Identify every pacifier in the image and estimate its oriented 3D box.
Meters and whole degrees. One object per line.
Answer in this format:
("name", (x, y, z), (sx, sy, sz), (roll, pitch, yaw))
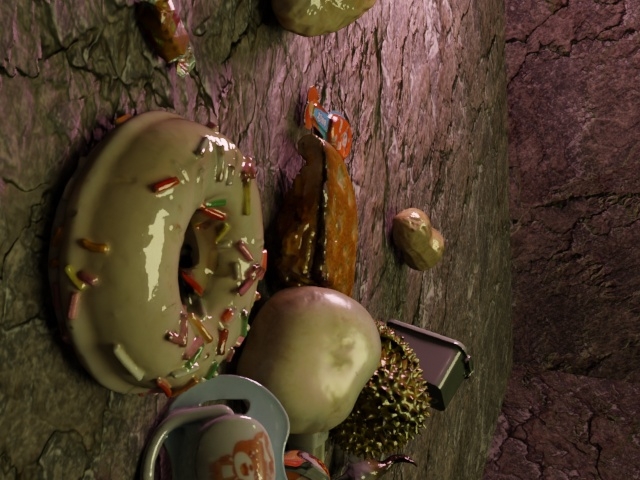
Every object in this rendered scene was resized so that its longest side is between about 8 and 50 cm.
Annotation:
("pacifier", (-0.158, 0.348, 1.281), (0.207, 0.227, 0.279), (125, -39, -65))

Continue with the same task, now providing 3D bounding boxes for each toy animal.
("toy animal", (0.116, 0.531, 1.949), (0.272, 0.197, 0.160), (81, 29, -43))

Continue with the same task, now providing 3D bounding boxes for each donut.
("donut", (-0.188, 0.023, 1.108), (0.382, 0.142, 0.382), (7, 90, -67))

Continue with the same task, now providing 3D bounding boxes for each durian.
("durian", (0.104, 0.296, 1.762), (0.293, 0.258, 0.258), (67, 23, 4))

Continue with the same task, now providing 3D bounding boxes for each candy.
("candy", (-0.206, -0.280, 1.110), (0.182, 0.046, 0.053), (71, 29, -55))

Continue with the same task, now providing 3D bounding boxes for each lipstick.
("lipstick", (-0.026, 0.386, 1.683), (0.079, 0.077, 0.253), (-27, 120, -63))

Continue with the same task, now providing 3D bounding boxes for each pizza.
("pizza", (0.000, 0.000, 1.601), (0.278, 0.114, 0.409), (-63, 149, -44))

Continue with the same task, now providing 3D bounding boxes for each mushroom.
("mushroom", (-0.030, 0.204, 1.492), (0.260, 0.234, 0.254), (-13, 93, -22))

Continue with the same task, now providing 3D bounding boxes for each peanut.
("peanut", (0.017, -0.438, 1.493), (0.313, 0.152, 0.152), (-41, 133, -62))
("peanut", (0.256, -0.005, 2.223), (0.256, 0.123, 0.123), (59, 42, -59))

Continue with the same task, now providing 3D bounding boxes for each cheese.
("cheese", (0.016, -0.221, 1.683), (0.256, 0.037, 0.106), (39, 59, -65))

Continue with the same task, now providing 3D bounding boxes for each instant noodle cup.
("instant noodle cup", (-0.050, 0.461, 1.549), (0.177, 0.208, 0.125), (50, 16, -5))

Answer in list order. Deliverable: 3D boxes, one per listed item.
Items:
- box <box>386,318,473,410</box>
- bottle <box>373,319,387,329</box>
("box", (0.247, 0.318, 2.156), (0.135, 0.243, 0.163), (-55, 147, -29))
("bottle", (0.107, 0.294, 1.953), (0.110, 0.097, 0.209), (-121, -152, -70))
